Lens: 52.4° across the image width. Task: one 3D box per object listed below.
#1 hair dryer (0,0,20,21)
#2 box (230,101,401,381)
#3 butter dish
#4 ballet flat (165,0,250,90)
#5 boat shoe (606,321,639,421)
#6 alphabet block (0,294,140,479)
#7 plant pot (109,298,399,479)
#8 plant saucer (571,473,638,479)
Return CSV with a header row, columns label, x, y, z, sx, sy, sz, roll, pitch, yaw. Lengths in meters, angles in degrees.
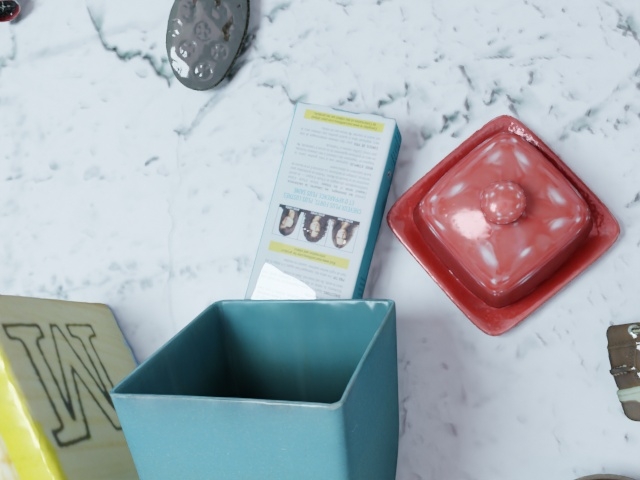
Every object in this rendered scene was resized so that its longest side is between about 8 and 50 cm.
label,x,y,z,sx,sy,sz,roll,pitch,yaw
hair dryer,-0.472,-0.321,0.784,0.293,0.080,0.224,17,102,20
box,0.000,0.000,0.618,0.100,0.060,0.245,14,85,15
butter dish,0.154,-0.022,0.556,0.160,0.118,0.160,-41,75,4
ballet flat,-0.114,-0.281,0.695,0.084,0.058,0.250,5,89,-8
boat shoe,0.358,0.066,0.511,0.257,0.095,0.095,-18,72,10
alphabet block,-0.277,0.178,0.587,0.192,0.197,0.194,-35,76,6
plant pot,-0.026,0.185,0.510,0.165,0.165,0.235,-2,106,19
plant saucer,0.224,0.286,0.506,0.198,0.036,0.199,4,72,-12
